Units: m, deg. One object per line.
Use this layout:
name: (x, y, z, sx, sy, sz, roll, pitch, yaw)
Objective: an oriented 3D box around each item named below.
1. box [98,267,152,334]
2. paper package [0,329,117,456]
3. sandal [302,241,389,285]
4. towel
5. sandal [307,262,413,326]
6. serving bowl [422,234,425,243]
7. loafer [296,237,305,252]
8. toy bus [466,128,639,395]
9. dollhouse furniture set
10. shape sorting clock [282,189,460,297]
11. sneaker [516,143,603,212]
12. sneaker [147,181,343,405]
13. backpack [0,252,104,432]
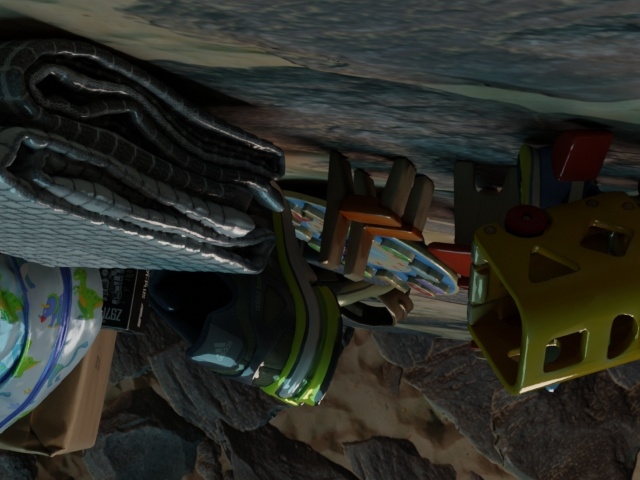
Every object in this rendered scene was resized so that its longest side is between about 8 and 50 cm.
box: (-0.287, 0.024, 1.798, 0.180, 0.147, 0.077, 7, 173, 8)
paper package: (-0.372, 0.126, 2.087, 0.168, 0.309, 0.325, 11, 173, 0)
sandal: (-0.001, 0.000, 1.686, 0.097, 0.054, 0.254, 19, 179, -30)
towel: (-0.186, -0.059, 1.081, 0.235, 0.121, 0.284, 2, 169, 36)
sandal: (0.053, 0.064, 1.847, 0.120, 0.086, 0.303, 4, -173, 32)
serving bowl: (0.066, -0.013, 1.493, 0.083, 0.027, 0.083, 27, 168, 6)
loafer: (-0.123, -0.013, 1.572, 0.223, 0.076, 0.078, 13, -179, -10)
toy bus: (0.197, 0.031, 1.023, 0.191, 0.202, 0.104, 27, -156, -40)
dollhouse furniture set: (0.151, 0.026, 1.277, 0.262, 0.135, 0.259, 7, 173, 17)
shape sorting clock: (0.037, 0.005, 1.467, 0.206, 0.040, 0.206, 28, 168, 7)
sneaker: (0.172, -0.007, 1.088, 0.059, 0.053, 0.144, -9, 132, 2)
sneaker: (-0.084, 0.014, 1.251, 0.121, 0.111, 0.300, 17, -159, -32)
backpack: (-0.380, 0.072, 1.620, 0.355, 0.290, 0.273, -26, 167, 27)
